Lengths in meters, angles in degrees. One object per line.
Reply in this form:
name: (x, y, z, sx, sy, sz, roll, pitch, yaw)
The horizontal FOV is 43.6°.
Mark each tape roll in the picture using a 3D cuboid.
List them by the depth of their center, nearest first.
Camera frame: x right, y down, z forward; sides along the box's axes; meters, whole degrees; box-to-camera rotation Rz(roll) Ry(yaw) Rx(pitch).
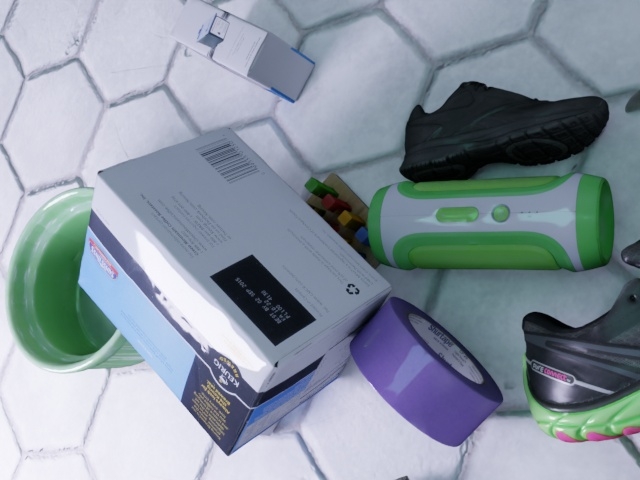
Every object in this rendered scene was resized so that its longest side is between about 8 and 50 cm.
tape roll: (0.133, 0.163, 1.008, 0.080, 0.189, 0.189, -50, 60, 12)

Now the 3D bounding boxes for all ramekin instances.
ramekin: (-0.367, 0.074, 1.340, 0.304, 0.148, 0.303, -7, 76, 29)

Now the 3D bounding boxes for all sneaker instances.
sneaker: (0.433, 0.068, 0.861, 0.483, 0.185, 0.202, -25, 71, 22)
sneaker: (0.236, -0.162, 1.077, 0.286, 0.109, 0.130, -9, 68, 26)

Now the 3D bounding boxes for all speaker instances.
speaker: (0.217, -0.021, 1.037, 0.297, 0.131, 0.131, -1, 79, 30)

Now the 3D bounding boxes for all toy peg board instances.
toy peg board: (0.000, 0.000, 1.187, 0.161, 0.079, 0.160, -48, 60, 12)

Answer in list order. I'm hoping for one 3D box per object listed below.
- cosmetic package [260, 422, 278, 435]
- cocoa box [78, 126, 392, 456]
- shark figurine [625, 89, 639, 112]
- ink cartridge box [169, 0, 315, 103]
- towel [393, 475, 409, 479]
cosmetic package: (-0.145, 0.189, 1.238, 0.239, 0.060, 0.098, 36, 98, 31)
cocoa box: (-0.127, 0.061, 1.083, 0.347, 0.231, 0.228, 44, 136, 19)
shark figurine: (0.435, -0.130, 0.935, 0.166, 0.116, 0.278, -25, 70, 40)
ink cartridge box: (-0.126, -0.309, 1.294, 0.191, 0.140, 0.082, 31, 97, 32)
towel: (0.049, 0.517, 1.066, 0.324, 0.056, 0.312, -32, 62, 23)
